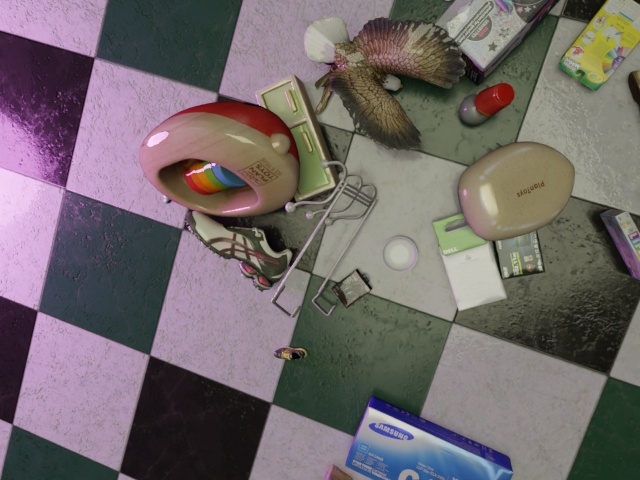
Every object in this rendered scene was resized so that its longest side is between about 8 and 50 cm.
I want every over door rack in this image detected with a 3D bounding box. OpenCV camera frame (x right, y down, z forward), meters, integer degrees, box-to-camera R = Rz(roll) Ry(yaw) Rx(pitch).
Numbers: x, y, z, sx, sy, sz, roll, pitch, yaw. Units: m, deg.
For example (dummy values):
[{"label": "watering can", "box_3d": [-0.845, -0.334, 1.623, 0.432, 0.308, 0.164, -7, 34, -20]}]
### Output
[{"label": "over door rack", "box_3d": [0.000, 0.000, 1.133, 0.108, 0.239, 0.324, 22, 93, 23]}]

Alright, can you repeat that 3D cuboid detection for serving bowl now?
[{"label": "serving bowl", "box_3d": [0.185, 0.032, 1.217, 0.083, 0.027, 0.083, 1, 95, 12]}]

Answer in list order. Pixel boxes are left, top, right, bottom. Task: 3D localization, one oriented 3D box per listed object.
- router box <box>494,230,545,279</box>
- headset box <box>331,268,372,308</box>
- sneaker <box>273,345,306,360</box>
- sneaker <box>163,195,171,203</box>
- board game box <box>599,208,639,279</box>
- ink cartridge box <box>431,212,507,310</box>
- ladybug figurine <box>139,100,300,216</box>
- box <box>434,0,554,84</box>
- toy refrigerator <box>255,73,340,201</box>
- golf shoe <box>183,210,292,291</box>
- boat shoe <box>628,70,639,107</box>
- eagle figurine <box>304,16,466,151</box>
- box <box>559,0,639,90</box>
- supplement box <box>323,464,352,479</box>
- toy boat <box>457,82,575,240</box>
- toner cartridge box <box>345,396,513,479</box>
[{"label": "router box", "box_3d": [0.436, 0.019, 1.157, 0.092, 0.038, 0.122, -12, 92, 13]}, {"label": "headset box", "box_3d": [0.078, 0.112, 1.245, 0.083, 0.032, 0.062, -37, 87, 14]}, {"label": "sneaker", "box_3d": [-0.077, 0.280, 1.292, 0.083, 0.035, 0.031, -4, 93, 12]}, {"label": "sneaker", "box_3d": [-0.401, -0.145, 1.324, 0.069, 0.038, 0.098, 11, 88, 12]}, {"label": "board game box", "box_3d": [0.640, 0.010, 1.079, 0.026, 0.103, 0.154, -28, 89, 13]}, {"label": "ink cartridge box", "box_3d": [0.330, 0.041, 1.169, 0.109, 0.062, 0.209, -18, 91, 13]}, {"label": "ladybug figurine", "box_3d": [-0.209, -0.181, 1.140, 0.449, 0.305, 0.162, -4, 57, 44]}, {"label": "box", "box_3d": [0.367, -0.467, 1.063, 0.142, 0.163, 0.247, 44, 102, 6]}, {"label": "toy refrigerator", "box_3d": [-0.050, -0.232, 1.210, 0.102, 0.094, 0.269, -20, 90, 13]}, {"label": "golf shoe", "box_3d": [-0.196, 0.001, 1.254, 0.273, 0.105, 0.120, 38, 95, -12]}, {"label": "boat shoe", "box_3d": [0.689, -0.270, 1.064, 0.060, 0.064, 0.178, -19, 88, 15]}, {"label": "eagle figurine", "box_3d": [0.121, -0.348, 1.101, 0.225, 0.298, 0.226, -24, 130, -23]}, {"label": "box", "box_3d": [0.589, -0.408, 1.085, 0.105, 0.043, 0.179, 38, 99, 6]}, {"label": "supplement box", "box_3d": [0.037, 0.595, 1.263, 0.062, 0.098, 0.036, 34, 101, 7]}, {"label": "toy boat", "box_3d": [0.386, -0.167, 1.100, 0.267, 0.148, 0.318, -18, 92, -14]}, {"label": "toner cartridge box", "box_3d": [0.249, 0.518, 1.224, 0.348, 0.075, 0.165, 21, 98, 10]}]
